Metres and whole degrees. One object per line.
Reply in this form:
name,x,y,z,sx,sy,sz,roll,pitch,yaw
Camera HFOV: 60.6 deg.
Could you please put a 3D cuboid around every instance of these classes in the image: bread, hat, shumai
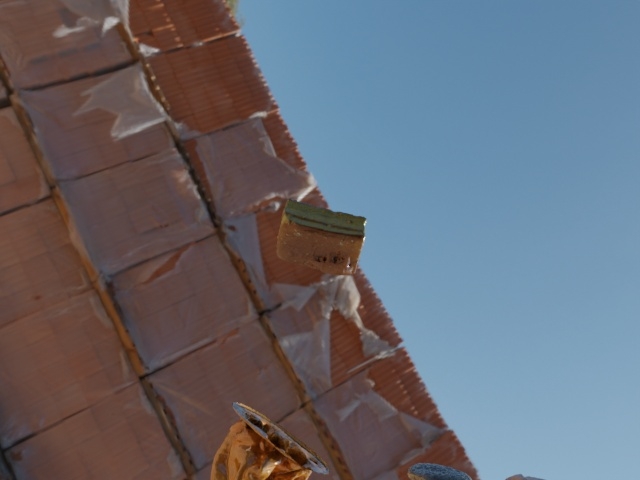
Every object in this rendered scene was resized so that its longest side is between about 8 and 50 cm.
bread,0.000,0.000,1.515,0.184,0.234,0.111,103,0,-52
hat,-0.145,0.515,1.160,0.244,0.233,0.233,40,-9,-30
shumai,0.324,0.693,1.480,0.161,0.209,0.153,-11,-115,49

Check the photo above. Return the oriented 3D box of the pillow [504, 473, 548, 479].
pillow,0.189,0.305,0.585,0.126,0.232,0.043,-12,-94,60
